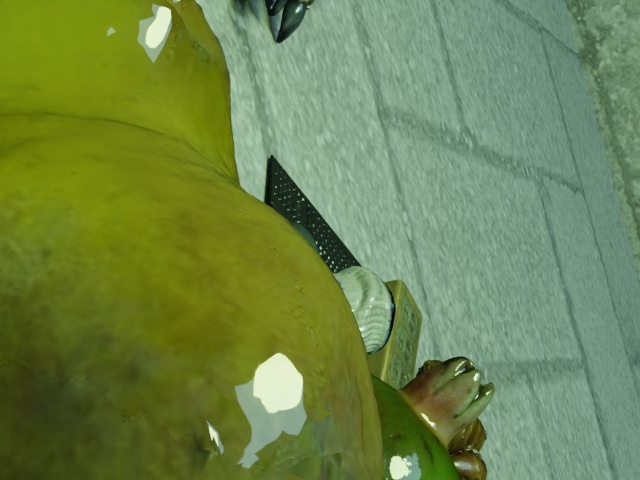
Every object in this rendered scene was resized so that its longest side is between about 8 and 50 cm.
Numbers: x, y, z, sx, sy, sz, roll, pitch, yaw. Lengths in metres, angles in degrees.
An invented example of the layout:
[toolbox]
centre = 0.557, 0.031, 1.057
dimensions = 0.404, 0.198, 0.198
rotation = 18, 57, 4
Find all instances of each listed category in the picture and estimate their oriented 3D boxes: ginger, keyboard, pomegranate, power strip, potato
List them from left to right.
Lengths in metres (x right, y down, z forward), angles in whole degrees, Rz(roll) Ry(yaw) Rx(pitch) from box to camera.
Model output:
[potato]
centre = -0.080, 0.031, 0.671
dimensions = 0.290, 0.296, 0.397
rotation = 48, 57, -42
[keyboard]
centre = 0.000, 0.000, 1.338
dimensions = 0.202, 0.011, 0.067
rotation = 51, 31, -42
[pomegranate]
centre = 0.042, 0.166, 0.987
dimensions = 0.180, 0.210, 0.180
rotation = 52, 2, -2
[power strip]
centre = 0.064, 0.146, 1.340
dimensions = 0.064, 0.044, 0.305
rotation = 60, 27, -30
[ginger]
centre = 0.127, 0.205, 1.407
dimensions = 0.103, 0.073, 0.162
rotation = -86, 156, -43

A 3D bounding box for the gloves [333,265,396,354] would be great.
[gloves]
centre = -0.058, 0.056, 0.972
dimensions = 0.119, 0.229, 0.097
rotation = -160, -118, -63

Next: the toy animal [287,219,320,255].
[toy animal]
centre = -0.032, 0.089, 1.107
dimensions = 0.137, 0.082, 0.269
rotation = 5, 65, -62

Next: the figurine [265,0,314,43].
[figurine]
centre = -0.005, -0.325, 1.359
dimensions = 0.197, 0.175, 0.265
rotation = 69, 15, 2
